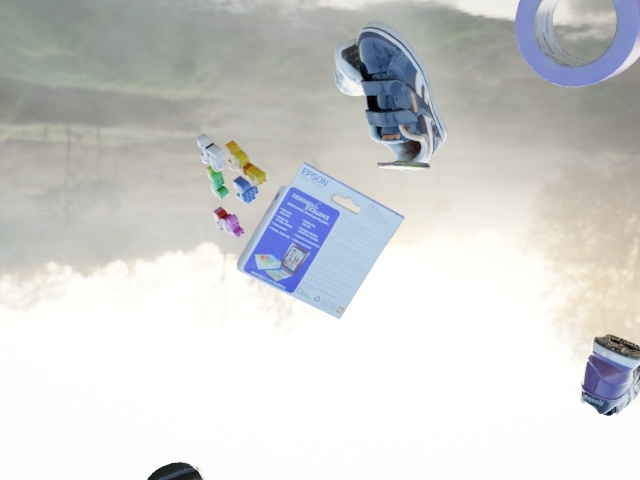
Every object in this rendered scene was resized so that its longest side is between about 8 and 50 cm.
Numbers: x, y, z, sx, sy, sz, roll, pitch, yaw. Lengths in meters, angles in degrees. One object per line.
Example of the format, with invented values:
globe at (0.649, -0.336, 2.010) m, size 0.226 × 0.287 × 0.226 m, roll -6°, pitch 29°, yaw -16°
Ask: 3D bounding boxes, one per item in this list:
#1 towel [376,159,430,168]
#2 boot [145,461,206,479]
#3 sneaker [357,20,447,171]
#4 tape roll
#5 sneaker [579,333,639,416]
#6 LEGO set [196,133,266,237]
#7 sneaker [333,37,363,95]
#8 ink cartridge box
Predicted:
towel at (0.123, -0.112, 1.317) m, size 0.060 × 0.009 × 0.083 m, roll 2°, pitch -178°, yaw -14°
boot at (-0.120, 0.355, 0.946) m, size 0.094 × 0.247 × 0.207 m, roll -19°, pitch 164°, yaw -8°
sneaker at (0.153, -0.278, 1.780) m, size 0.126 × 0.321 × 0.127 m, roll 6°, pitch -130°, yaw 45°
tape roll at (0.398, -0.331, 1.343) m, size 0.189 × 0.189 × 0.080 m, roll 4°, pitch -163°, yaw 34°
sneaker at (0.508, 0.237, 1.532) m, size 0.107 × 0.124 × 0.283 m, roll 26°, pitch -172°, yaw 34°
LEGO set at (-0.150, -0.103, 1.645) m, size 0.087 × 0.227 × 0.093 m, roll -37°, pitch -127°, yaw -25°
sneaker at (0.078, -0.364, 1.941) m, size 0.118 × 0.110 × 0.292 m, roll -8°, pitch 175°, yaw 20°
ink cartridge box at (0.000, 0.000, 1.442) m, size 0.206 × 0.208 × 0.045 m, roll 28°, pitch -169°, yaw -23°
